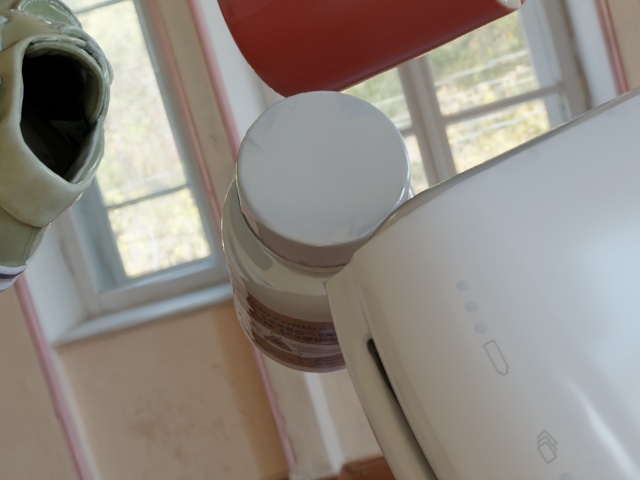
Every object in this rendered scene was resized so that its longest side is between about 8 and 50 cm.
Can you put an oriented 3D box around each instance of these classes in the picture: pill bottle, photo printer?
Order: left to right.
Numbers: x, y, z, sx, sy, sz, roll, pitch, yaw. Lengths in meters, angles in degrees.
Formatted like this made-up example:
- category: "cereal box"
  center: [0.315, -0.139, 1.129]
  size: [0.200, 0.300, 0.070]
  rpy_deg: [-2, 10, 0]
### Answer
- category: "pill bottle"
  center: [0.000, 0.000, 0.710]
  size: [0.131, 0.131, 0.229]
  rpy_deg: [-17, -21, -8]
- category: "photo printer"
  center: [0.166, 0.057, 0.478]
  size: [0.307, 0.256, 0.107]
  rpy_deg: [-25, -14, -34]

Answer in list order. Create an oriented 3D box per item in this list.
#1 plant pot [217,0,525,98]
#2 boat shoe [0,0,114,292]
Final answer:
- category: "plant pot"
  center: [0.061, -0.290, 1.029]
  size: [0.243, 0.275, 0.275]
  rpy_deg: [-9, 10, 31]
- category: "boat shoe"
  center: [-0.159, -0.074, 0.595]
  size: [0.094, 0.109, 0.302]
  rpy_deg: [-33, 32, 15]
